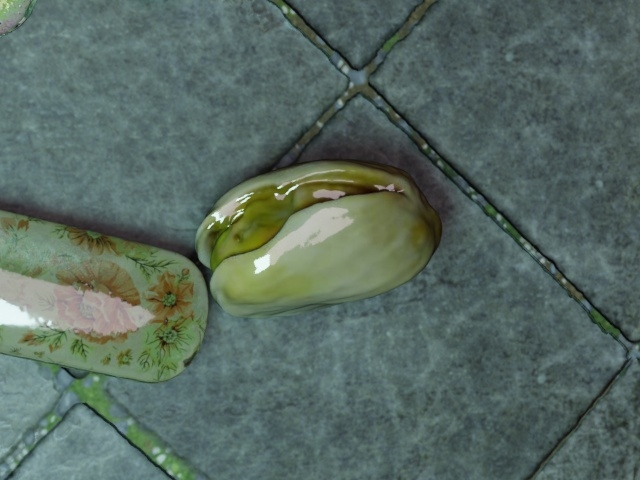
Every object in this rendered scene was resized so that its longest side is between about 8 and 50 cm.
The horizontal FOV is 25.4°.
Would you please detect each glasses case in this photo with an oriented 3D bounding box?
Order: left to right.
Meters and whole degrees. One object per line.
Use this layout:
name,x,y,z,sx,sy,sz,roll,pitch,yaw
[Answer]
glasses case,-0.333,0.051,1.578,0.425,0.098,0.157,14,78,-15

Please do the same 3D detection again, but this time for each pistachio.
pistachio,0.000,0.000,1.648,0.288,0.197,0.166,-11,50,-8

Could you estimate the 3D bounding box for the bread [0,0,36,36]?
bread,-0.411,-0.337,1.606,0.228,0.033,0.229,1,86,-15
